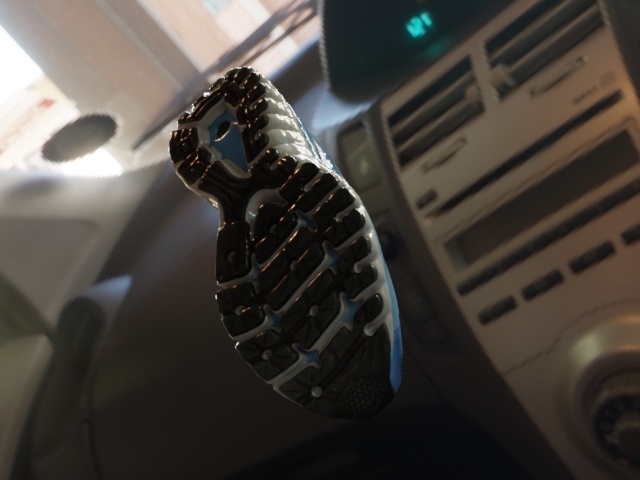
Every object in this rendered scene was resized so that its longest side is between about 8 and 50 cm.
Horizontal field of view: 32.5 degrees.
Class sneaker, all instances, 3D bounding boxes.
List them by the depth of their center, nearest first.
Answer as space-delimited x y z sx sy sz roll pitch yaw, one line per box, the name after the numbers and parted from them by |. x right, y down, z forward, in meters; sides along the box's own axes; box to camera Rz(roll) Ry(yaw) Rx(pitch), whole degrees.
0.000 0.000 0.410 0.063 0.073 0.162 -39 45 17 | sneaker
